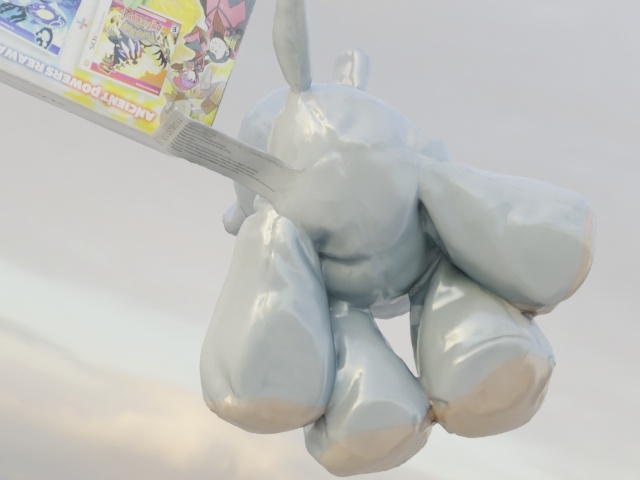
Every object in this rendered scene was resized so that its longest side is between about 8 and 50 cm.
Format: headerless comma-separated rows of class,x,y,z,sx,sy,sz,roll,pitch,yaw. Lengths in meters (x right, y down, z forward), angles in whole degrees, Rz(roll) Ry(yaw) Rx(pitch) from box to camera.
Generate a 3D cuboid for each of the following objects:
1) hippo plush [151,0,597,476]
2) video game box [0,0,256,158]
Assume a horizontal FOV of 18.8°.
hippo plush,0.000,0.000,1.202,0.294,0.234,0.236,37,0,-17
video game box,-0.133,-0.171,1.155,0.205,0.187,0.048,24,-12,-25
